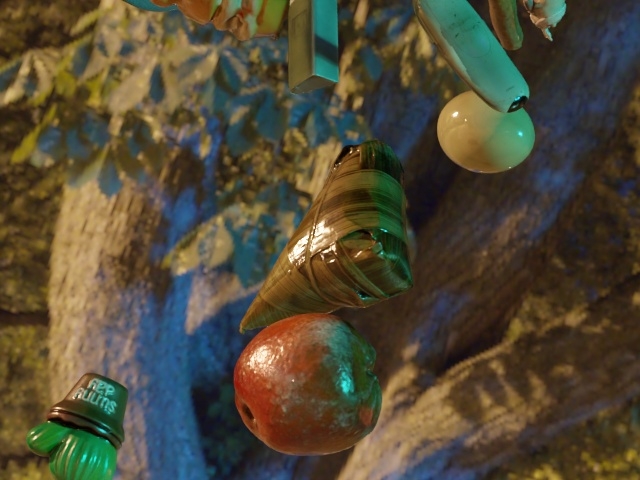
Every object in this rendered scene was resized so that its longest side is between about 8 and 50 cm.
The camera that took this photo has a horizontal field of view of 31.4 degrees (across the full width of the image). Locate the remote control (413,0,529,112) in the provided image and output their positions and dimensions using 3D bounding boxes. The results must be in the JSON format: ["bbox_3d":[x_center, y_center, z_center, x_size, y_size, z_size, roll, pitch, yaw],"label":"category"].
[{"bbox_3d":[0.238,-0.308,1.797,0.256,0.097,0.045,52,-21,10],"label":"remote control"}]

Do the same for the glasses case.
[{"bbox_3d":[-0.022,-0.430,2.286,0.105,0.266,0.056,-12,-25,25],"label":"glasses case"}]

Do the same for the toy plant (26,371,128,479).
[{"bbox_3d":[-0.364,0.299,1.708,0.143,0.200,0.105,24,-22,-4],"label":"toy plant"}]

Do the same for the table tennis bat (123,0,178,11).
[{"bbox_3d":[-0.363,-0.565,2.298,0.329,0.215,0.044,-10,28,-20],"label":"table tennis bat"}]

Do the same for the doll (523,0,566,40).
[{"bbox_3d":[0.405,-0.427,2.077,0.084,0.127,0.073,-9,19,-25],"label":"doll"}]

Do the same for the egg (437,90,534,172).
[{"bbox_3d":[0.369,-0.242,2.541,0.186,0.186,0.241,31,-8,-39],"label":"egg"}]

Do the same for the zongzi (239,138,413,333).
[{"bbox_3d":[0.000,0.000,1.726,0.288,0.286,0.134,-27,-53,26],"label":"zongzi"}]

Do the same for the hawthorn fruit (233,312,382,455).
[{"bbox_3d":[-0.016,0.166,1.306,0.173,0.173,0.173,16,-15,5],"label":"hawthorn fruit"}]

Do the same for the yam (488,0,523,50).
[{"bbox_3d":[0.322,-0.422,2.016,0.057,0.057,0.241,10,-26,25],"label":"yam"}]

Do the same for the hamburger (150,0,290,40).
[{"bbox_3d":[-0.157,-0.482,1.892,0.237,0.276,0.276,8,-14,-11],"label":"hamburger"}]
